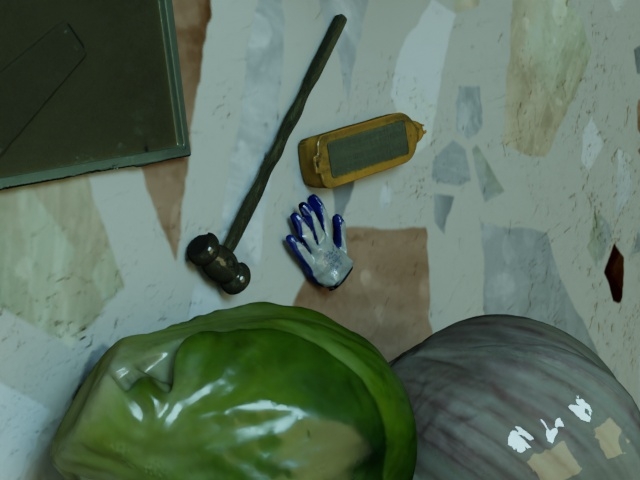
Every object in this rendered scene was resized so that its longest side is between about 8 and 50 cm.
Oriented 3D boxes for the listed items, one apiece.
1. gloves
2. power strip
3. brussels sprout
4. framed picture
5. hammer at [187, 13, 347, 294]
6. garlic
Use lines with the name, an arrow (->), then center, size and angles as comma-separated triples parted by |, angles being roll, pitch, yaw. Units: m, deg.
gloves -> 0.000, 0.000, 1.088 | 0.086, 0.026, 0.064 | 55, 51, -27
power strip -> 0.044, -0.088, 1.132 | 0.178, 0.028, 0.049 | -21, 106, -46
brussels sprout -> -0.063, 0.156, 0.891 | 0.271, 0.210, 0.219 | 19, 101, -25
framed picture -> -0.198, -0.133, 0.873 | 0.250, 0.016, 0.184 | -17, 103, -46
hammer -> -0.035, -0.089, 1.051 | 0.058, 0.029, 0.292 | 48, 55, -40
garlic -> 0.142, 0.196, 1.066 | 0.317, 0.259, 0.317 | -57, 165, -25
